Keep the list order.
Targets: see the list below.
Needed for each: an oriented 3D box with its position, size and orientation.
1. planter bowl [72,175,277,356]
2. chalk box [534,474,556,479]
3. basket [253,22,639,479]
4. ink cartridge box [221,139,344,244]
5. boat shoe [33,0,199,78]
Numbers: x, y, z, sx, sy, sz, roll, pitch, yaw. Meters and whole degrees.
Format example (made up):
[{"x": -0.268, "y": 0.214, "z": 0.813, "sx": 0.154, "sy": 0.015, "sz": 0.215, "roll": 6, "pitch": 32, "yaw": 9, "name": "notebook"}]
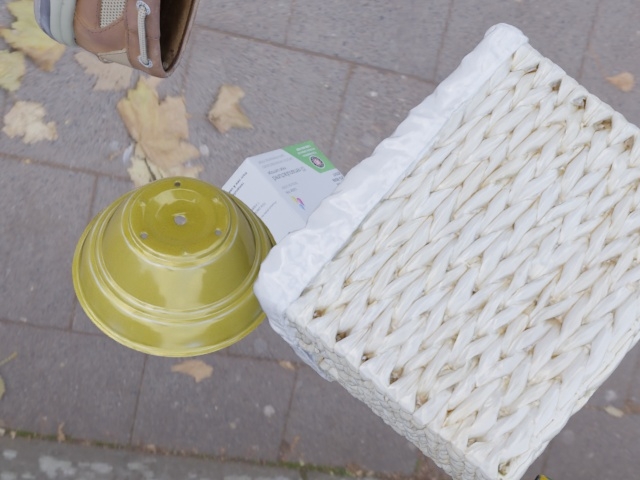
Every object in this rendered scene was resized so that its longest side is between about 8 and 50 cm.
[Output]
[{"x": -0.142, "y": 0.002, "z": 0.892, "sx": 0.217, "sy": 0.217, "sz": 0.090, "roll": -2, "pitch": 146, "yaw": -11, "name": "planter bowl"}, {"x": 0.214, "y": 0.388, "z": 0.761, "sx": 0.179, "sy": 0.180, "sz": 0.288, "roll": 20, "pitch": 121, "yaw": 10, "name": "chalk box"}, {"x": 0.157, "y": 0.049, "z": 0.836, "sx": 0.266, "sy": 0.328, "sz": 0.331, "roll": 41, "pitch": 81, "yaw": 19, "name": "basket"}, {"x": 0.000, "y": 0.000, "z": 1.299, "sx": 0.278, "sy": 0.201, "sz": 0.117, "roll": 48, "pitch": 119, "yaw": 8, "name": "ink cartridge box"}, {"x": -0.092, "y": -0.237, "z": 0.573, "sx": 0.116, "sy": 0.123, "sz": 0.324, "roll": 33, "pitch": 139, "yaw": -2, "name": "boat shoe"}]
